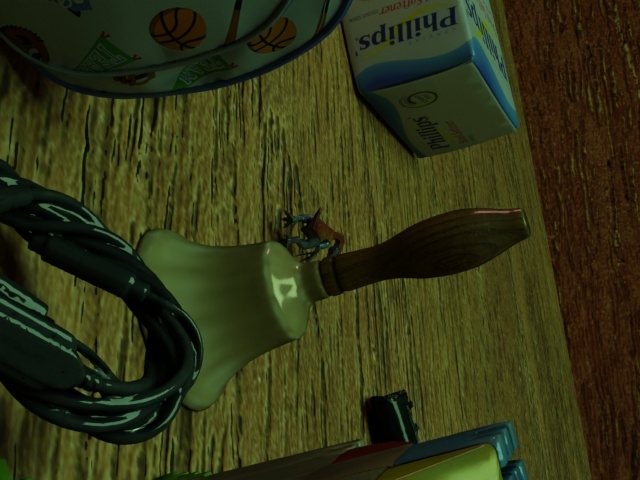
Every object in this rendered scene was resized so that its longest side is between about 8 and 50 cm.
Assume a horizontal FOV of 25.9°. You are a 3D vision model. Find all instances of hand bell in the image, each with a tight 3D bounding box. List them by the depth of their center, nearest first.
[{"bbox_3d":[0.017,0.022,0.895,0.126,0.242,0.126,-15,90,-74],"label":"hand bell"}]

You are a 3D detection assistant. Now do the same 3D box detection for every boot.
[{"bbox_3d":[0.072,0.191,1.286,0.121,0.045,0.099,13,64,-80],"label":"boot"}]

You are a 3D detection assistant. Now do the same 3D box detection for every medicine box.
[{"bbox_3d":[0.127,-0.287,1.757,0.263,0.149,0.289,36,40,-66],"label":"medicine box"}]

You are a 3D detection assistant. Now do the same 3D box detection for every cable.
[{"bbox_3d":[-0.133,0.024,0.675,0.184,0.047,0.150,32,21,-34],"label":"cable"}]

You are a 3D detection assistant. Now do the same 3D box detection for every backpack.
[{"bbox_3d":[-0.090,-0.205,0.753,0.263,0.277,0.213,67,21,-46],"label":"backpack"}]

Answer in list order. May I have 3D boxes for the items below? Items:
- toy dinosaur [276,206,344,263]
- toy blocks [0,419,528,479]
[{"bbox_3d":[0.000,0.000,1.194,0.082,0.090,0.047,6,83,-40],"label":"toy dinosaur"},{"bbox_3d":[-0.013,0.162,0.619,0.381,0.261,0.190,-8,82,-75],"label":"toy blocks"}]
